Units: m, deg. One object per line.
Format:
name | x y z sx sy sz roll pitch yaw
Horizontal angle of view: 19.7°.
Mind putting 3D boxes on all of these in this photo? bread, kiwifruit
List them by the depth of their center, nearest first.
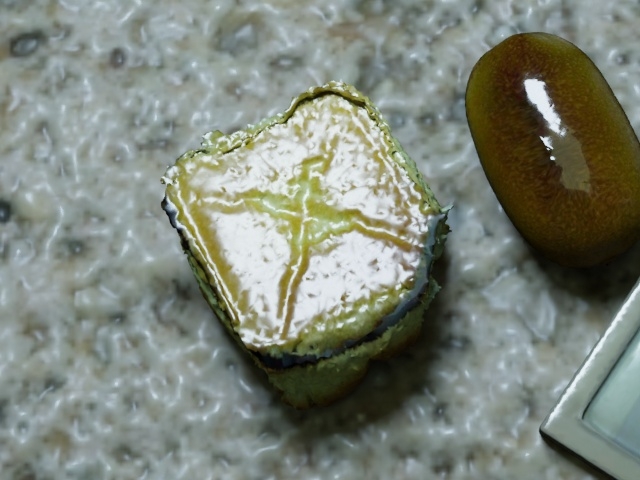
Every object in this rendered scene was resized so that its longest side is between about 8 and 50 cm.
kiwifruit | 0.117 -0.044 0.906 0.075 0.075 0.124 -22 78 0
bread | 0.000 0.000 0.908 0.128 0.069 0.140 -32 71 -3

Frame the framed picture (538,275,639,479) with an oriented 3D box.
framed picture | 0.272 0.031 0.896 0.213 0.016 0.289 33 81 14
